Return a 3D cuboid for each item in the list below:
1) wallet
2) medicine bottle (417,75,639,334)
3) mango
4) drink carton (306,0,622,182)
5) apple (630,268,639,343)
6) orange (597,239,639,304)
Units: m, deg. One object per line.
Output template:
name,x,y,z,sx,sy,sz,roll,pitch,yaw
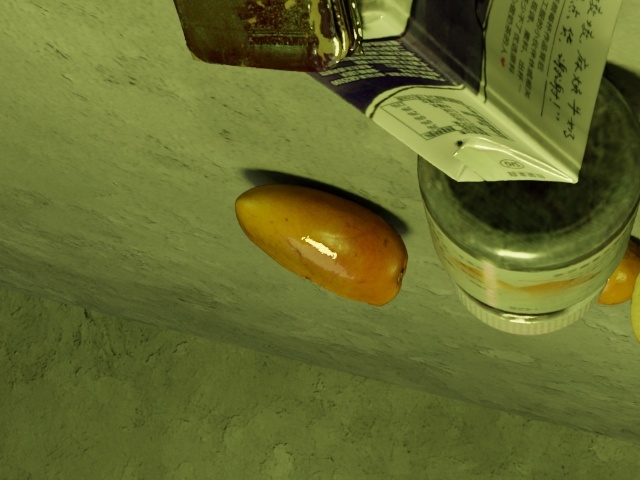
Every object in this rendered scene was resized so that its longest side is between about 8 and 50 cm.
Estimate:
wallet,-0.052,-0.190,0.597,0.122,0.031,0.232,8,125,38
medicine bottle,0.167,-0.024,0.999,0.165,0.165,0.273,13,166,14
mango,0.003,-0.006,1.416,0.217,0.102,0.141,24,-171,-16
drink carton,0.079,-0.133,0.732,0.102,0.134,0.222,1,160,41
apple,0.354,0.052,1.077,0.199,0.199,0.199,16,166,4
orange,0.289,0.029,1.266,0.083,0.070,0.083,20,169,4
